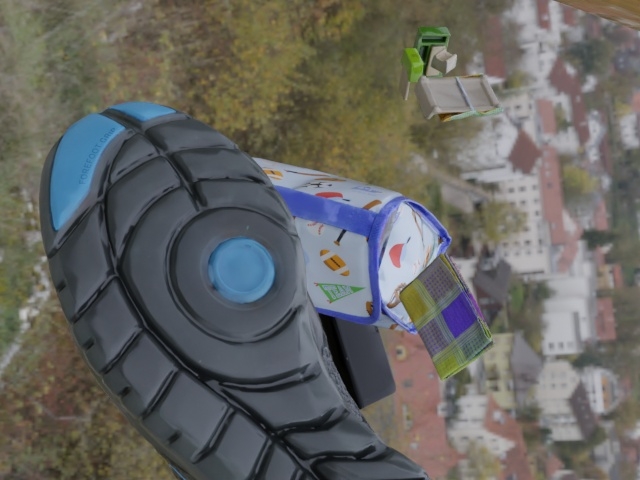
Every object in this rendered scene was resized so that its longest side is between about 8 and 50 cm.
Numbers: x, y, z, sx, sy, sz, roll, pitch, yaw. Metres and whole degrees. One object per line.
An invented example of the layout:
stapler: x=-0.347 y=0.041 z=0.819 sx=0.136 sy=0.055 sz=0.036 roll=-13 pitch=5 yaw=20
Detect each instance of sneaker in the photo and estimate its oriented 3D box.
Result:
sneaker: x=-0.045 y=0.087 z=0.486 sx=0.341 sy=0.125 sz=0.139 roll=59 pitch=-22 yaw=9

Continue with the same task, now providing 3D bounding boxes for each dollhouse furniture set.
dollhouse furniture set: x=0.125 y=-0.155 z=0.949 sx=0.058 sy=0.076 sz=0.152 roll=98 pitch=-16 yaw=-45

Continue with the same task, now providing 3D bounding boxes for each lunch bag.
lunch bag: x=0.000 y=0.000 z=1.489 sx=0.385 sy=0.328 sz=0.239 roll=42 pitch=66 yaw=-68

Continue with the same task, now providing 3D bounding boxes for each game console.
game console: x=0.005 y=0.217 z=1.642 sx=0.361 sy=0.044 sz=0.213 roll=-13 pitch=84 yaw=-53

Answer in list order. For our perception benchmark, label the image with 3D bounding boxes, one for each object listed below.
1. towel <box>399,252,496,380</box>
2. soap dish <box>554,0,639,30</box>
towel: x=0.094 y=0.058 z=0.705 sx=0.009 sy=0.060 sz=0.083 roll=5 pitch=52 yaw=-45
soap dish: x=0.213 y=-0.268 z=0.520 sx=0.118 sy=0.229 sz=0.291 roll=-46 pitch=156 yaw=-69
